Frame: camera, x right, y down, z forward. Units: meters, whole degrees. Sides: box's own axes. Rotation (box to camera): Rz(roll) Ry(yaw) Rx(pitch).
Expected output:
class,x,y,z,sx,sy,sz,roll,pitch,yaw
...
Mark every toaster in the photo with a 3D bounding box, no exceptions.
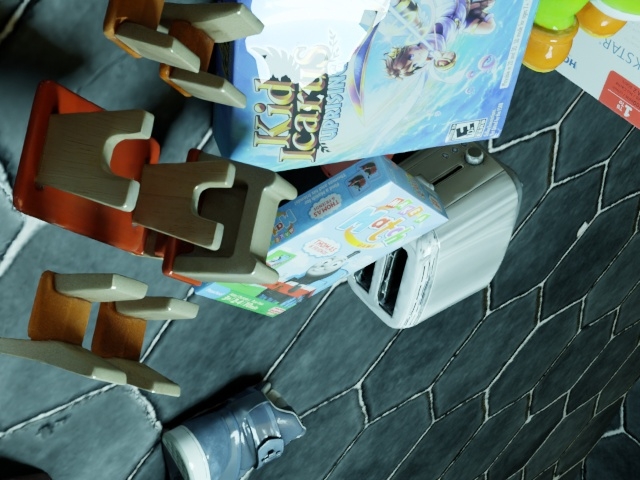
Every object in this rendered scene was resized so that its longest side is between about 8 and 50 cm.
class,x,y,z,sx,sy,sz,roll,pitch,yaw
toaster,0.117,-0.002,1.272,0.146,0.129,0.227,-28,149,-28

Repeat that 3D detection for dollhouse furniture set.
class,x,y,z,sx,sy,sz,roll,pitch,yaw
dollhouse furniture set,-0.128,-0.034,0.805,0.259,0.135,0.262,31,69,-67

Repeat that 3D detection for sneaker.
class,x,y,z,sx,sy,sz,roll,pitch,yaw
sneaker,-0.095,0.259,1.341,0.163,0.086,0.226,-30,147,-29

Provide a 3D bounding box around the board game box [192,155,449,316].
class,x,y,z,sx,sy,sz,roll,pitch,yaw
board game box,0.000,0.000,1.104,0.211,0.039,0.160,-30,158,16

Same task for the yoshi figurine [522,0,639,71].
class,x,y,z,sx,sy,sz,roll,pitch,yaw
yoshi figurine,0.248,-0.330,1.036,0.203,0.203,0.362,8,150,-9

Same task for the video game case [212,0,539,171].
class,x,y,z,sx,sy,sz,roll,pitch,yaw
video game case,0.045,-0.174,0.891,0.244,0.061,0.269,-9,140,-14

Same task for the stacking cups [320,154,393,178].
class,x,y,z,sx,sy,sz,roll,pitch,yaw
stacking cups,0.088,-0.178,1.018,0.096,0.096,0.316,-20,142,-45

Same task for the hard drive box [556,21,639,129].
class,x,y,z,sx,sy,sz,roll,pitch,yaw
hard drive box,0.357,-0.252,1.237,0.089,0.181,0.232,-29,147,-33

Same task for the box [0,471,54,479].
class,x,y,z,sx,sy,sz,roll,pitch,yaw
box,-0.283,0.302,0.926,0.191,0.143,0.381,-44,176,-8
